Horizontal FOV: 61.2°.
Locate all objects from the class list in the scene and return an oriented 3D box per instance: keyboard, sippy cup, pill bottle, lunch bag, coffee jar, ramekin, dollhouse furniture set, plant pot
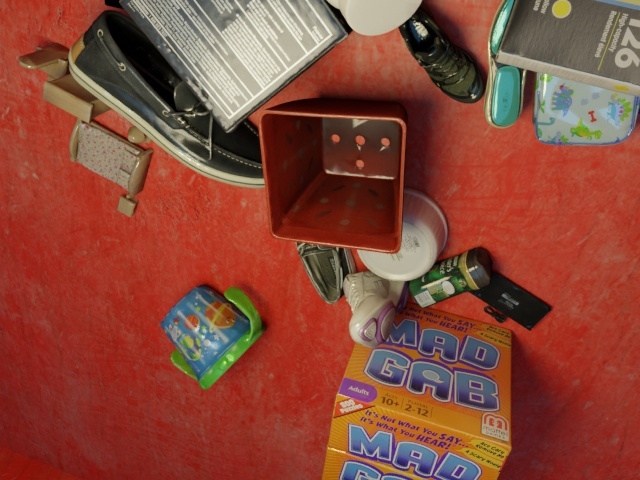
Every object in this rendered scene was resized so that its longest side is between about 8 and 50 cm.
[{"bbox_3d":[0.434,0.145,1.272,0.180,0.023,0.108,33,120,-1],"label":"keyboard"},{"bbox_3d":[-0.309,0.251,1.498,0.224,0.240,0.305,44,87,3],"label":"sippy cup"},{"bbox_3d":[0.050,-0.472,0.857,0.162,0.162,0.278,-41,60,35],"label":"pill bottle"},{"bbox_3d":[0.470,-0.277,0.950,0.176,0.090,0.219,2,120,19],"label":"lunch bag"},{"bbox_3d":[0.300,0.084,1.235,0.184,0.096,0.079,-25,105,30],"label":"coffee jar"},{"bbox_3d":[0.176,-0.006,1.216,0.207,0.109,0.207,9,123,15],"label":"ramekin"},{"bbox_3d":[-0.588,-0.234,1.311,0.303,0.174,0.355,29,126,1],"label":"dollhouse furniture set"},{"bbox_3d":[0.053,-0.159,1.086,0.267,0.236,0.267,7,122,16],"label":"plant pot"}]

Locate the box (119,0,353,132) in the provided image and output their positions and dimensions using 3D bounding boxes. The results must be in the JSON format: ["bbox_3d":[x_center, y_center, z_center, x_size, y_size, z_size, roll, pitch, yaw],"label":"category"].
[{"bbox_3d":[-0.139,-0.418,1.002,0.294,0.183,0.296,-32,108,22],"label":"box"}]

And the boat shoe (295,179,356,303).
[{"bbox_3d":[0.000,0.000,1.276,0.121,0.119,0.335,-14,115,27],"label":"boat shoe"}]

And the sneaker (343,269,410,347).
[{"bbox_3d":[0.103,0.146,1.223,0.152,0.305,0.114,16,109,17],"label":"sneaker"}]

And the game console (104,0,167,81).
[{"bbox_3d":[-0.362,-0.443,1.176,0.213,0.044,0.361,16,123,9],"label":"game console"}]

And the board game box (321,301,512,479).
[{"bbox_3d":[0.231,0.409,1.303,0.356,0.356,0.356,14,125,11],"label":"board game box"}]

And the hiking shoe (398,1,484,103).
[{"bbox_3d":[0.214,-0.331,0.993,0.227,0.114,0.086,45,125,-10],"label":"hiking shoe"}]

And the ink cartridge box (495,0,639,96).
[{"bbox_3d":[0.466,-0.392,0.824,0.307,0.072,0.304,18,99,12],"label":"ink cartridge box"}]

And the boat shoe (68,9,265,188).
[{"bbox_3d":[-0.274,-0.283,1.131,0.500,0.187,0.156,35,128,-15],"label":"boat shoe"}]

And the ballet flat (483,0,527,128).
[{"bbox_3d":[0.338,-0.329,0.972,0.086,0.086,0.248,11,119,13],"label":"ballet flat"}]
